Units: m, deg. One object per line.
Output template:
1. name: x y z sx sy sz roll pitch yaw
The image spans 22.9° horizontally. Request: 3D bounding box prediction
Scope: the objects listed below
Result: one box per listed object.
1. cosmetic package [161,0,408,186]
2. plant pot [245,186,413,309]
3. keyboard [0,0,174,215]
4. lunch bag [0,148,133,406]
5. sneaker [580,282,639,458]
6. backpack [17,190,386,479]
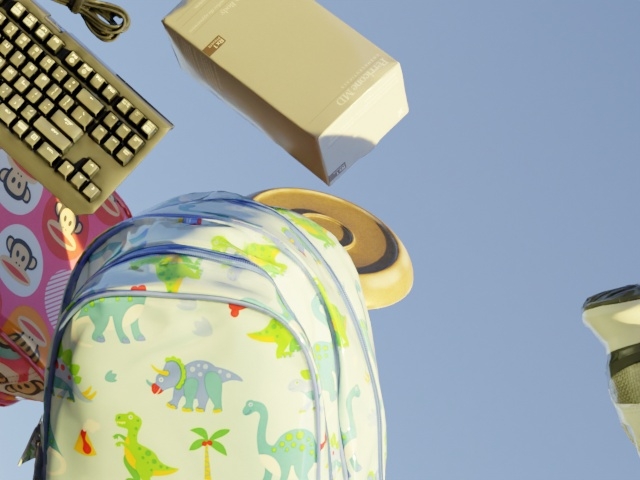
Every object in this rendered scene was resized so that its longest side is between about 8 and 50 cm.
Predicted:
1. cosmetic package: -0.036 -0.181 1.641 0.238 0.127 0.107 36 -17 27
2. plant pot: 0.000 0.000 1.835 0.236 0.236 0.032 34 -58 24
3. keyboard: -0.166 -0.110 0.909 0.180 0.108 0.023 42 -12 -2
4. lunch bag: -0.287 -0.019 1.404 0.120 0.258 0.293 -6 -40 33
5. sneaker: 0.337 0.178 1.288 0.169 0.447 0.257 -16 -105 25
6. backpack: -0.080 0.141 1.182 0.290 0.355 0.273 8 2 16
